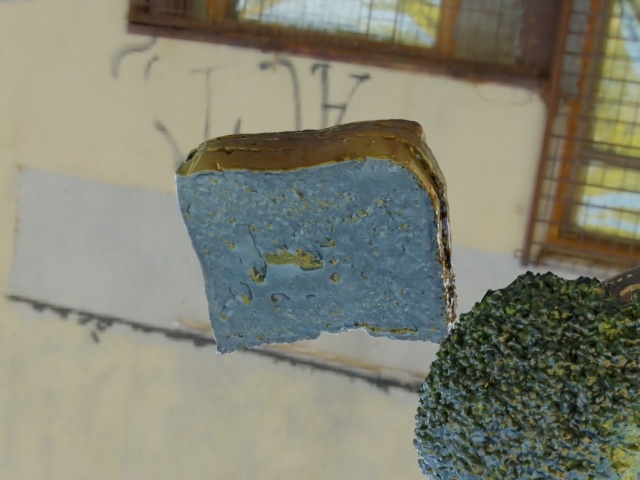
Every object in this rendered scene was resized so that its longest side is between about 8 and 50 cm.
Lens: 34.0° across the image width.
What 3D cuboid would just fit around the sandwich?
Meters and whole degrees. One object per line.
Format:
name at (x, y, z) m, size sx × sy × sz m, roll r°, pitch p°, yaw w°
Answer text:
sandwich at (0.000, 0.000, 1.187) m, size 0.301 × 0.271 × 0.099 m, roll -4°, pitch -145°, yaw 15°

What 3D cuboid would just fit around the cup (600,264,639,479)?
cup at (0.360, 0.150, 0.983) m, size 0.301 × 0.257 × 0.227 m, roll -24°, pitch 165°, yaw -1°

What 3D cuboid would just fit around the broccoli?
broccoli at (0.175, 0.123, 0.815) m, size 0.226 × 0.176 × 0.198 m, roll -25°, pitch -128°, yaw 1°
